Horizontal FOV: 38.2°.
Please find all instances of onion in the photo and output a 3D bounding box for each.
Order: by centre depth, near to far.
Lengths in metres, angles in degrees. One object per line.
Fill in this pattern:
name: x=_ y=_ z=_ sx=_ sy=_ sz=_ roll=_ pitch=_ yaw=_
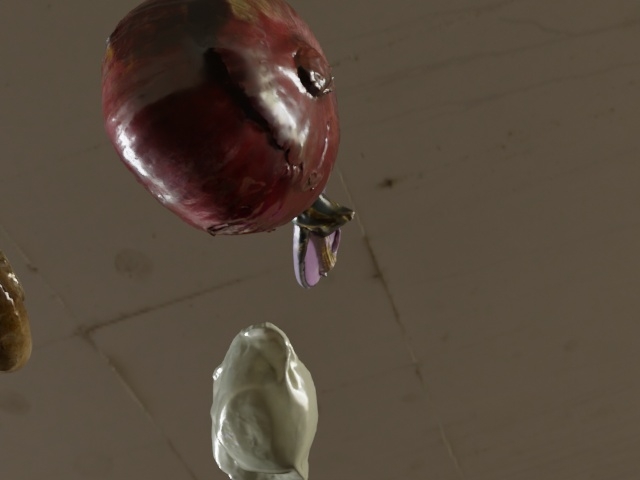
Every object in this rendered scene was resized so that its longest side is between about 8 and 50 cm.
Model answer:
onion: x=-0.079 y=-0.127 z=0.849 sx=0.190 sy=0.246 sz=0.246 roll=-21 pitch=-48 yaw=32

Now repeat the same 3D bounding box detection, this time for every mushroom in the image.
mushroom: x=-0.521 y=0.066 z=1.395 sx=0.285 sy=0.156 sz=0.151 roll=59 pitch=-37 yaw=0

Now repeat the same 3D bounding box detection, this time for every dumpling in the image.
dumpling: x=-0.082 y=0.229 z=1.247 sx=0.162 sy=0.132 sz=0.250 roll=3 pitch=-75 yaw=22

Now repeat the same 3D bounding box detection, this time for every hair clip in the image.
hair clip: x=-0.001 y=0.002 z=1.490 sx=0.095 sy=0.110 sz=0.358 roll=-7 pitch=-18 yaw=-4
